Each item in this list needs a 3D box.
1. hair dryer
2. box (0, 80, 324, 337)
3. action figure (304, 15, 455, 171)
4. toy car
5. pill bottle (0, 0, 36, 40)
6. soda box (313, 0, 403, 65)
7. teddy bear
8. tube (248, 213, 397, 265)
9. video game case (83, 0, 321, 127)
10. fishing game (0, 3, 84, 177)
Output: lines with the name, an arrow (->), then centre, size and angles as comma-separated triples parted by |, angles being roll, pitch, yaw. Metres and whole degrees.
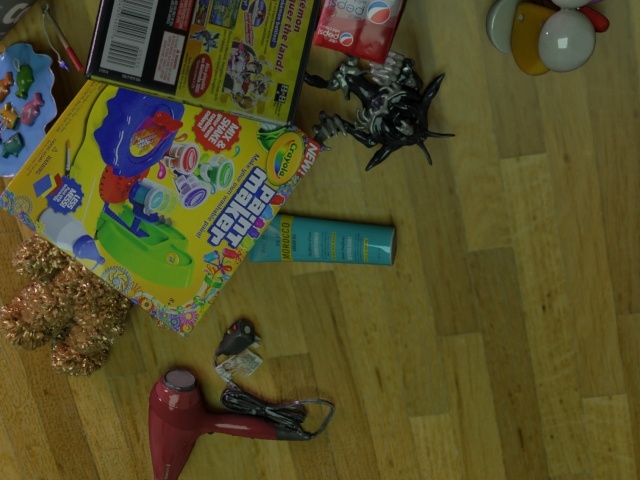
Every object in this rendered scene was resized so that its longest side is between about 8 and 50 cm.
hair dryer -> -0.148, 0.272, 1.751 | 0.293, 0.080, 0.223 | -36, 104, 21
box -> -0.200, -0.078, 1.497 | 0.279, 0.177, 0.290 | 36, 84, -8
action figure -> 0.046, -0.186, 1.496 | 0.276, 0.141, 0.164 | 37, 109, -5
toy car -> 0.291, -0.290, 1.427 | 0.136, 0.159, 0.182 | -9, 116, -26
pill bottle -> -0.402, -0.362, 1.471 | 0.283, 0.161, 0.161 | -40, 102, 21
soda box -> 0.059, -0.287, 1.380 | 0.083, 0.263, 0.092 | 17, 115, 2
teddy bear -> -0.314, 0.064, 1.670 | 0.338, 0.113, 0.245 | -32, 107, 19
tube -> 0.000, 0.000, 1.635 | 0.207, 0.052, 0.080 | 4, 107, 13
video game case -> -0.122, -0.291, 1.381 | 0.248, 0.035, 0.274 | 12, 91, -17
fishing game -> -0.410, -0.176, 1.561 | 0.041, 0.189, 0.264 | 12, 127, -47
